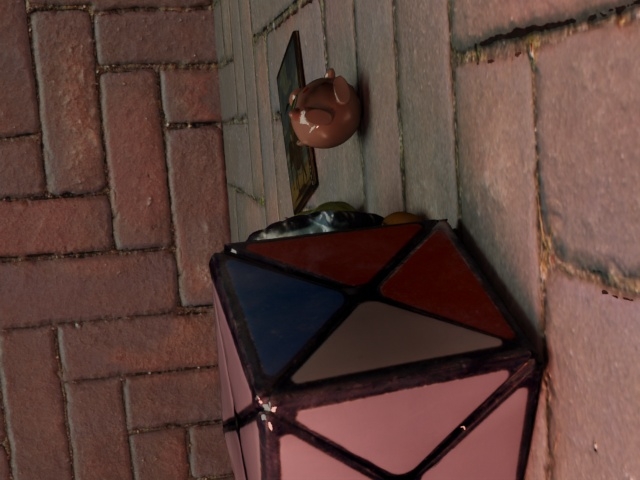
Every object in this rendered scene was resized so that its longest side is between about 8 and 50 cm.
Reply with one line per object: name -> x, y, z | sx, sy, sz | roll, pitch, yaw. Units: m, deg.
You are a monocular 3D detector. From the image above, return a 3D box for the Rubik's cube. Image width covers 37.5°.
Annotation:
Rubik's cube -> 0.048, 0.182, 1.084 | 0.305, 0.307, 0.310 | -118, 24, -56

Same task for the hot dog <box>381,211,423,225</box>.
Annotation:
hot dog -> 0.115, 0.010, 1.269 | 0.140, 0.060, 0.089 | -129, 31, -63

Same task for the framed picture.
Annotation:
framed picture -> -0.055, -0.250, 2.075 | 0.265, 0.016, 0.347 | 131, 133, -75

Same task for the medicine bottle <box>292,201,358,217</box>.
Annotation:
medicine bottle -> 0.000, 0.000, 1.677 | 0.239, 0.124, 0.124 | 171, 94, -79

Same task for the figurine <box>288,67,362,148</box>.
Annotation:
figurine -> 0.005, -0.210, 1.536 | 0.138, 0.125, 0.125 | 167, 98, -81

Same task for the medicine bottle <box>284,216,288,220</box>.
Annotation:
medicine bottle -> -0.079, 0.040, 2.207 | 0.057, 0.058, 0.199 | -122, 30, -65

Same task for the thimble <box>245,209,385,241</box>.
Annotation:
thimble -> 0.005, 0.043, 1.412 | 0.237, 0.237, 0.150 | 131, 129, -74
